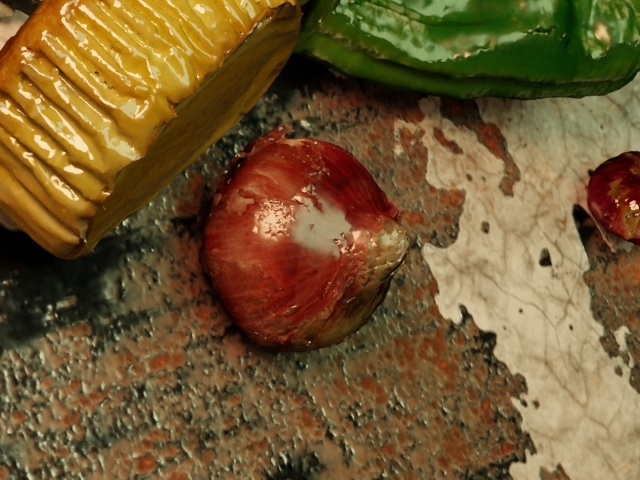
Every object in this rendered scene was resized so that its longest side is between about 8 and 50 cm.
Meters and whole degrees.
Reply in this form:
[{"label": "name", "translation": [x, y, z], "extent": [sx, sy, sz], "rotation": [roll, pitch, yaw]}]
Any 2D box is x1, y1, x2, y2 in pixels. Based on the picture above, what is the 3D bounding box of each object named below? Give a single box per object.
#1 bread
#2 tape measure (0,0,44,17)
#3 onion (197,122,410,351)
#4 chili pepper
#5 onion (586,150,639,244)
[{"label": "bread", "translation": [-0.139, -0.112, 1.251], "extent": [0.142, 0.227, 0.253], "rotation": [47, 55, 0]}, {"label": "tape measure", "translation": [-0.251, -0.322, 1.300], "extent": [0.246, 0.125, 0.243], "rotation": [32, 53, -31]}, {"label": "onion", "translation": [0.000, 0.000, 1.392], "extent": [0.184, 0.147, 0.184], "rotation": [11, 76, -52]}, {"label": "chili pepper", "translation": [0.138, -0.214, 1.607], "extent": [0.385, 0.167, 0.213], "rotation": [2, 56, -31]}, {"label": "onion", "translation": [0.315, -0.040, 1.749], "extent": [0.107, 0.097, 0.107], "rotation": [4, 41, -3]}]
